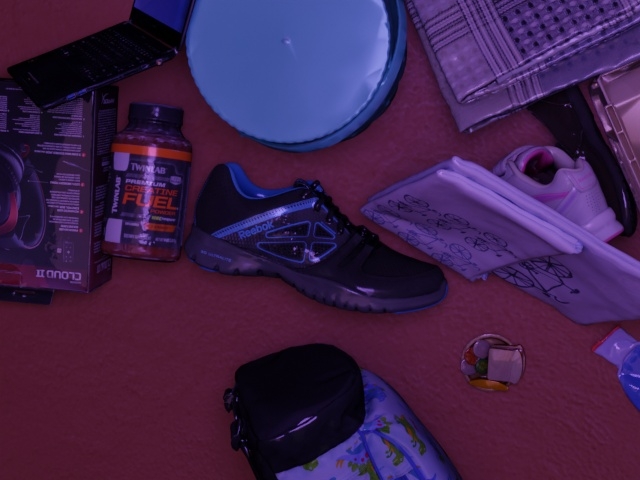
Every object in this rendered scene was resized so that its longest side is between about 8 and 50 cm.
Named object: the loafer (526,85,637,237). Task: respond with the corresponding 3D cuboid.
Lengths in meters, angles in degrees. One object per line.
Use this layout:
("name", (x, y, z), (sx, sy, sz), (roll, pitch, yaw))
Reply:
("loafer", (0.318, -0.094, 1.513), (0.078, 0.080, 0.220), (-27, 68, 15))

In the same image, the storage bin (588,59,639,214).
("storage bin", (0.490, -0.128, 1.482), (0.262, 0.123, 0.260), (-24, 94, 10))

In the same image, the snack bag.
("snack bag", (0.233, 0.019, 1.427), (0.342, 0.323, 0.037), (29, 77, -10))

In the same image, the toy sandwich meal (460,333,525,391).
("toy sandwich meal", (0.222, 0.160, 1.601), (0.085, 0.029, 0.085), (1, 98, 7))

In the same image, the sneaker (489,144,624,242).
("sneaker", (0.246, -0.065, 1.479), (0.252, 0.103, 0.111), (11, 123, 49))

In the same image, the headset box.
("headset box", (-0.384, -0.061, 1.606), (0.218, 0.110, 0.293), (4, 98, 7))

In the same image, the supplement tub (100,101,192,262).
("supplement tub", (-0.220, -0.074, 1.581), (0.106, 0.106, 0.198), (6, 91, 6))

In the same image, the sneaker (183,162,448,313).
("sneaker", (0.000, 0.000, 1.559), (0.341, 0.125, 0.140), (14, 99, 4))

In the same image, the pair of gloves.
("pair of gloves", (0.454, 0.130, 1.572), (0.159, 0.023, 0.198), (41, 101, 0))

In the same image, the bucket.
("bucket", (-0.026, -0.239, 1.499), (0.281, 0.183, 0.281), (1, 98, 7))

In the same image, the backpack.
("backpack", (0.058, 0.312, 1.527), (0.273, 0.290, 0.355), (-19, 102, -5))

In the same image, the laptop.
("laptop", (-0.255, -0.285, 1.478), (0.264, 0.234, 0.136), (-25, 115, -14))

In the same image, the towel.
("towel", (0.249, -0.323, 1.467), (0.312, 0.056, 0.324), (-24, 73, 10))
